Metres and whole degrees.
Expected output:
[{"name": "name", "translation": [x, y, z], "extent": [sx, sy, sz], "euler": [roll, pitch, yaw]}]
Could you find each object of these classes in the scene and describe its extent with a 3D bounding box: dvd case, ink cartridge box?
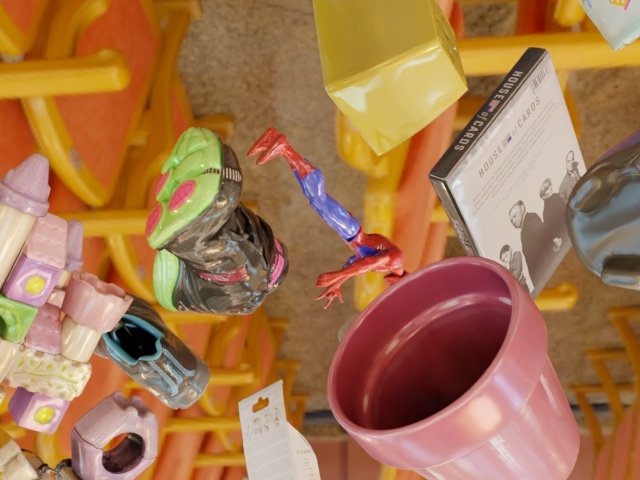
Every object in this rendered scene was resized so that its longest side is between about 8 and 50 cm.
[{"name": "dvd case", "translation": [0.204, -0.048, 0.986], "extent": [0.029, 0.179, 0.239], "euler": [21, 154, 42]}, {"name": "ink cartridge box", "translation": [-0.060, 0.305, 1.406], "extent": [0.045, 0.179, 0.145], "euler": [4, 156, -31]}]

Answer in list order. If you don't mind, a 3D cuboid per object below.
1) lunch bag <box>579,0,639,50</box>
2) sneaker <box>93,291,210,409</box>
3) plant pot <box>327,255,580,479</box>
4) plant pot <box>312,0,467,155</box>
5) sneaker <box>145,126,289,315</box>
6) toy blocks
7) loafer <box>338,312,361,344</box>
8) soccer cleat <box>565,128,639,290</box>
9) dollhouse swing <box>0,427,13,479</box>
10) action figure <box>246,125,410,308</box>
[{"name": "lunch bag", "translation": [0.316, -0.329, 0.906], "extent": [0.160, 0.223, 0.262], "euler": [-31, 177, -37]}, {"name": "sneaker", "translation": [-0.320, 0.145, 1.611], "extent": [0.341, 0.125, 0.139], "euler": [25, 160, 39]}, {"name": "plant pot", "translation": [0.136, 0.145, 0.879], "extent": [0.201, 0.201, 0.180], "euler": [-20, 123, 36]}, {"name": "plant pot", "translation": [0.126, -0.304, 1.616], "extent": [0.187, 0.212, 0.212], "euler": [-20, 145, 20]}, {"name": "sneaker", "translation": [-0.136, -0.012, 1.398], "extent": [0.202, 0.185, 0.483], "euler": [14, 161, -1]}, {"name": "toy blocks", "translation": [-0.289, 0.045, 0.889], "extent": [0.288, 0.260, 0.309], "euler": [25, -175, -43]}, {"name": "loafer", "translation": [0.147, 0.229, 1.438], "extent": [0.112, 0.319, 0.111], "euler": [-39, 147, -11]}, {"name": "soccer cleat", "translation": [0.251, -0.050, 0.442], "extent": [0.289, 0.093, 0.121], "euler": [-21, 179, 39]}, {"name": "dollhouse swing", "translation": [-0.385, 0.237, 1.098], "extent": [0.305, 0.315, 0.347], "euler": [7, 138, 11]}, {"name": "action figure", "translation": [0.000, 0.000, 1.233], "extent": [0.280, 0.091, 0.139], "euler": [41, 94, -21]}]
